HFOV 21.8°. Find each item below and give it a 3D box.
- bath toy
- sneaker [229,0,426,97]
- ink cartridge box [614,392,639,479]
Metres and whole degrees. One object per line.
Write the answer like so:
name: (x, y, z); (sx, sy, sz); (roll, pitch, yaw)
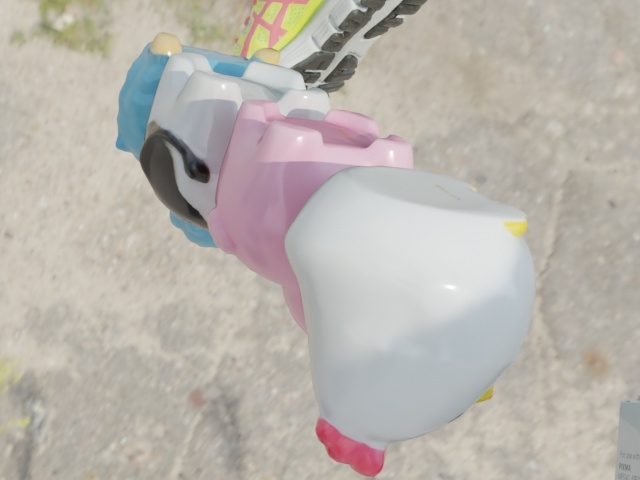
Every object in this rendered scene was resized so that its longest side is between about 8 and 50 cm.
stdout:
bath toy: (0.000, 0.000, 0.794); (0.151, 0.129, 0.348); (8, 15, -21)
sneaker: (-0.013, -0.153, 1.111); (0.081, 0.208, 0.094); (-3, 61, -54)
ink cartridge box: (0.174, 0.149, 0.612); (0.127, 0.072, 0.175); (6, 85, -12)
